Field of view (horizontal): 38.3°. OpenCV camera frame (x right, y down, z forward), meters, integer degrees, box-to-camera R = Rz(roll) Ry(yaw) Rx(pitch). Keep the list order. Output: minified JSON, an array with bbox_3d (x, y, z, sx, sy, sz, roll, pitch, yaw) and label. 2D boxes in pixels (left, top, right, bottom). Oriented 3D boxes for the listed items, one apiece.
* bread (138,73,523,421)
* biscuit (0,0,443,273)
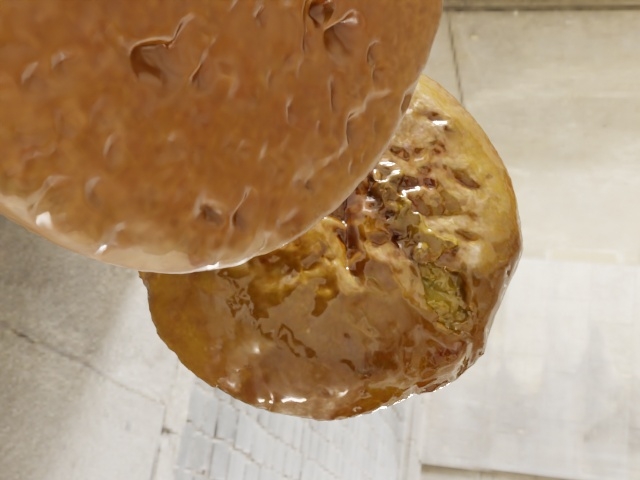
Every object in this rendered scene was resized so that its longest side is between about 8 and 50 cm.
[{"bbox_3d":[0.006,0.000,0.734,0.172,0.312,0.312,107,-6,-66],"label":"bread"},{"bbox_3d":[-0.087,-0.176,0.358,0.350,0.078,0.455,-59,138,-23],"label":"biscuit"}]
